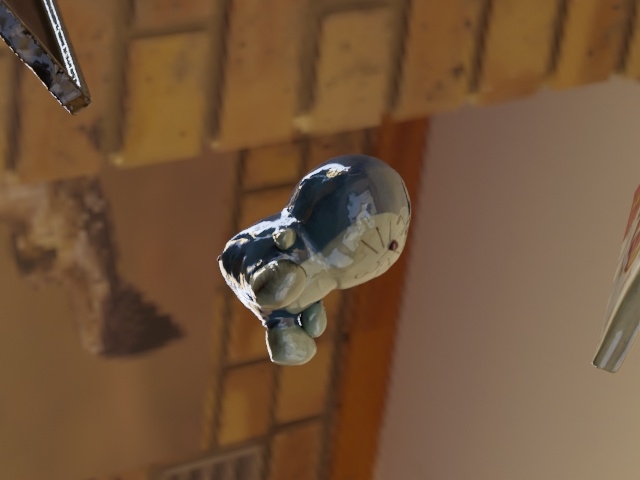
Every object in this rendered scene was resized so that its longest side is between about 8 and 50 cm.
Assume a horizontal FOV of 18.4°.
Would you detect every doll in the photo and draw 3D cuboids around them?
[{"bbox_3d":[0.000,0.000,0.777,0.050,0.083,0.076,48,-12,23],"label":"doll"}]

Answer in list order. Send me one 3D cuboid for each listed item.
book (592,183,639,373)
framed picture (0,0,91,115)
[{"bbox_3d":[0.225,-0.038,1.246,0.022,0.232,0.162,24,-57,3],"label":"book"},{"bbox_3d":[-0.203,-0.188,0.922,0.265,0.018,0.192,51,5,-30],"label":"framed picture"}]
